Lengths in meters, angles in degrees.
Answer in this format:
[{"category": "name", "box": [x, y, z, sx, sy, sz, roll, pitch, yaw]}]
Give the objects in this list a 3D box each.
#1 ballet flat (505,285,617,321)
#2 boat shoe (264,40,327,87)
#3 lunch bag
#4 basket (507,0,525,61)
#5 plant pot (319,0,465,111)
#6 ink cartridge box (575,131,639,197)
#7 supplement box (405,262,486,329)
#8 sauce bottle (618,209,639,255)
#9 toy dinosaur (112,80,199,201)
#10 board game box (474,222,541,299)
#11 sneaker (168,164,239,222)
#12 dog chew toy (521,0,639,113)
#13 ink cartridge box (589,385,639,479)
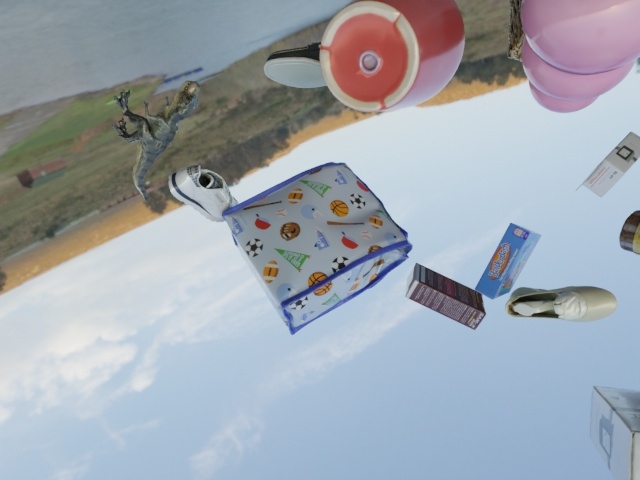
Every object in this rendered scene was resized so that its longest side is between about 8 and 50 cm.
[{"category": "ballet flat", "box": [0.532, 0.149, 1.138, 0.086, 0.086, 0.248, -34, -167, -33]}, {"category": "boat shoe", "box": [0.010, -0.446, 1.251, 0.302, 0.091, 0.114, 1, 165, -11]}, {"category": "lunch bag", "box": [0.000, 0.000, 1.307, 0.385, 0.328, 0.239, -32, 155, -12]}, {"category": "basket", "box": [0.565, -0.521, 1.102, 0.214, 0.222, 0.299, 115, -5, -53]}, {"category": "plant pot", "box": [0.133, -0.379, 1.005, 0.274, 0.275, 0.243, -10, -159, 30]}, {"category": "ink cartridge box", "box": [0.732, -0.180, 1.254, 0.180, 0.060, 0.104, -39, 160, -23]}, {"category": "supplement box", "box": [0.389, 0.172, 1.566, 0.239, 0.073, 0.130, 25, -154, 1]}, {"category": "sauce bottle", "box": [0.855, 0.024, 1.098, 0.111, 0.112, 0.344, -30, -146, -24]}, {"category": "toy dinosaur", "box": [-0.309, -0.189, 0.879, 0.268, 0.118, 0.064, -48, -178, 36]}, {"category": "board game box", "box": [0.421, 0.045, 1.112, 0.047, 0.160, 0.210, 31, -167, 27]}, {"category": "sneaker", "box": [-0.265, -0.115, 1.246, 0.094, 0.090, 0.235, -24, 155, 21]}, {"category": "dog chew toy", "box": [0.424, -0.324, 0.810, 0.206, 0.207, 0.332, -19, 159, 8]}, {"category": "ink cartridge box", "box": [0.320, 0.187, 0.454, 0.109, 0.063, 0.150, 3, 179, 17]}]
